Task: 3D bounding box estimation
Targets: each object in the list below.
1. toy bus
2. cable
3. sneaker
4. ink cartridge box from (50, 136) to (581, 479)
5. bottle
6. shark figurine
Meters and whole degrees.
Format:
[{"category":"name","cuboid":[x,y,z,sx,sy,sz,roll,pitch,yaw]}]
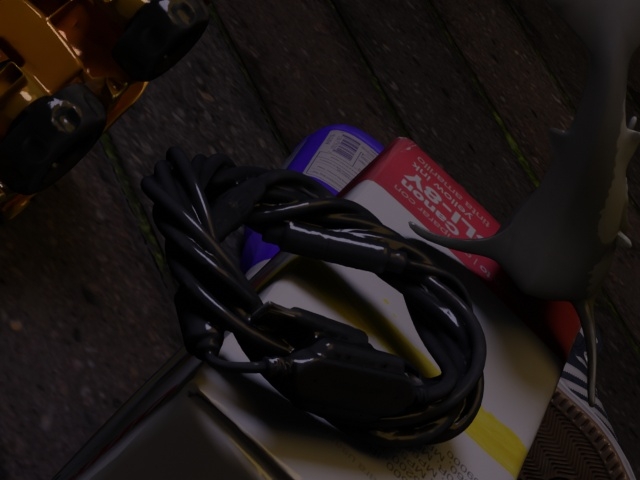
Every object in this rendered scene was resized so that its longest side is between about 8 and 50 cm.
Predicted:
[{"category":"toy bus","cuboid":[-0.172,-0.120,1.203,0.149,0.220,0.211,45,-7,8]},{"category":"cable","cuboid":[-0.001,0.023,0.807,0.184,0.047,0.150,13,33,-44]},{"category":"sneaker","cuboid":[0.209,0.153,1.557,0.153,0.099,0.282,3,46,-55]},{"category":"ink cartridge box","cuboid":[-0.037,0.134,0.952,0.160,0.279,0.385,45,24,-2]},{"category":"bottle","cuboid":[0.000,0.000,1.448,0.118,0.092,0.283,44,24,-7]},{"category":"shark figurine","cuboid":[0.104,-0.026,0.936,0.116,0.278,0.166,6,62,4]}]
